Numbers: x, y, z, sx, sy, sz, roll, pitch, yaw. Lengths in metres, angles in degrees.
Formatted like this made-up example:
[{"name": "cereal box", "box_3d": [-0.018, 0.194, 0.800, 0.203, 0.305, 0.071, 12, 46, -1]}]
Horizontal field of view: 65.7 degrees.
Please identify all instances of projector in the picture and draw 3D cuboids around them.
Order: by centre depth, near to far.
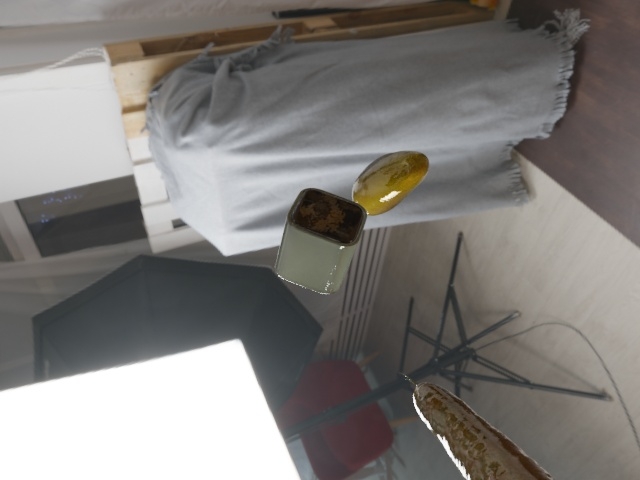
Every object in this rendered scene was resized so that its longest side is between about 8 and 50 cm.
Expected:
[{"name": "projector", "box_3d": [0.000, 0.000, 0.576, 0.083, 0.083, 0.082, -65, -5, -49]}]

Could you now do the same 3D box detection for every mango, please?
[{"name": "mango", "box_3d": [0.103, -0.089, 0.737, 0.076, 0.103, 0.161, 53, 157, -3]}]

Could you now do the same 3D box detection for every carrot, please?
[{"name": "carrot", "box_3d": [0.143, 0.191, 0.427, 0.298, 0.078, 0.078, -133, 32, -67]}]
